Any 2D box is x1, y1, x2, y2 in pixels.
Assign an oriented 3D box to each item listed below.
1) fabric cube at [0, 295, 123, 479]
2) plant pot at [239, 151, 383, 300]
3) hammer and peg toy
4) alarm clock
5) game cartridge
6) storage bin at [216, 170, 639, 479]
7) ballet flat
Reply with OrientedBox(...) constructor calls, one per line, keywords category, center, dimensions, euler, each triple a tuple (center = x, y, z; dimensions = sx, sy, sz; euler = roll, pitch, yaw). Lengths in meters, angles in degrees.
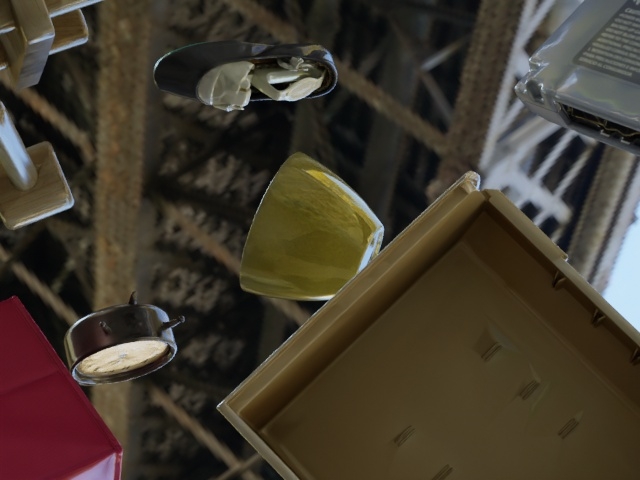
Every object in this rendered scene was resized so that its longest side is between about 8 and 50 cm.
OrientedBox(category="fabric cube", center=(-0.396, 0.261, 1.593), dimensions=(0.259, 0.258, 0.254), euler=(47, -36, 32))
OrientedBox(category="plant pot", center=(0.000, 0.000, 1.294), dimensions=(0.095, 0.134, 0.134), euler=(22, -45, 12))
OrientedBox(category="hammer and peg toy", center=(-0.240, -0.201, 1.106), dimensions=(0.266, 0.127, 0.361), euler=(167, -98, -76))
OrientedBox(category="alarm clock", center=(-0.250, 0.131, 1.758), dimensions=(0.192, 0.129, 0.064), euler=(-49, -128, 46))
OrientedBox(category="game cartridge", center=(0.318, -0.148, 1.190), dimensions=(0.060, 0.196, 0.294), euler=(47, -10, -37))
OrientedBox(category="storage bin", center=(0.117, 0.130, 1.027), dimensions=(0.262, 0.260, 0.123), euler=(45, -7, 14))
OrientedBox(category="ballet flat", center=(-0.071, -0.170, 1.517), dimensions=(0.074, 0.203, 0.074), euler=(22, -65, 59))
